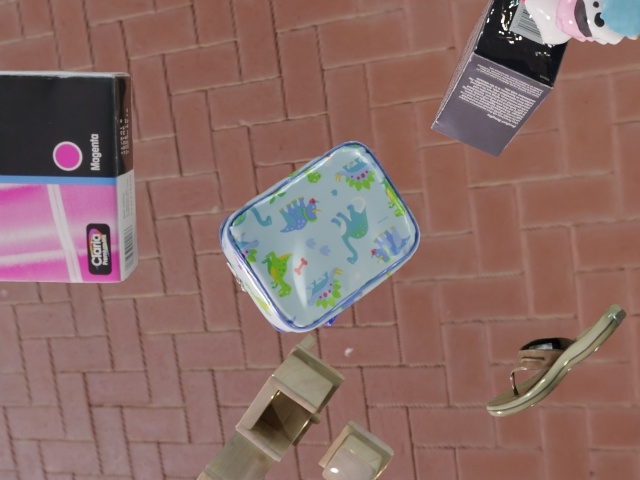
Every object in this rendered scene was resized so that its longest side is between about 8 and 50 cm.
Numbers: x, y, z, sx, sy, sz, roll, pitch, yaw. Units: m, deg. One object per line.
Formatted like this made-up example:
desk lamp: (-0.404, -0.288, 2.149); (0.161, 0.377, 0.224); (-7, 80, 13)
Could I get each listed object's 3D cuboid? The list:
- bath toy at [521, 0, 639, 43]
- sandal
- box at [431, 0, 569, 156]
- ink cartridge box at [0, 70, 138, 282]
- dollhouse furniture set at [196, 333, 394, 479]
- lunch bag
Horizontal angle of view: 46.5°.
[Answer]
bath toy: (0.425, -0.402, 1.202); (0.129, 0.348, 0.151); (33, 97, -10)
sandal: (0.410, 0.206, 1.336); (0.086, 0.120, 0.303); (46, 110, 11)
box: (0.401, -0.390, 1.602); (0.183, 0.294, 0.296); (25, 68, 0)
ink cartridge box: (-0.347, -0.057, 0.638); (0.371, 0.069, 0.175); (1, 103, 2)
dollhouse furniture set: (0.050, 0.302, 0.684); (0.355, 0.174, 0.303); (35, 106, 6)
lunch bag: (0.000, 0.000, 0.906); (0.219, 0.090, 0.176); (-36, 95, -17)
